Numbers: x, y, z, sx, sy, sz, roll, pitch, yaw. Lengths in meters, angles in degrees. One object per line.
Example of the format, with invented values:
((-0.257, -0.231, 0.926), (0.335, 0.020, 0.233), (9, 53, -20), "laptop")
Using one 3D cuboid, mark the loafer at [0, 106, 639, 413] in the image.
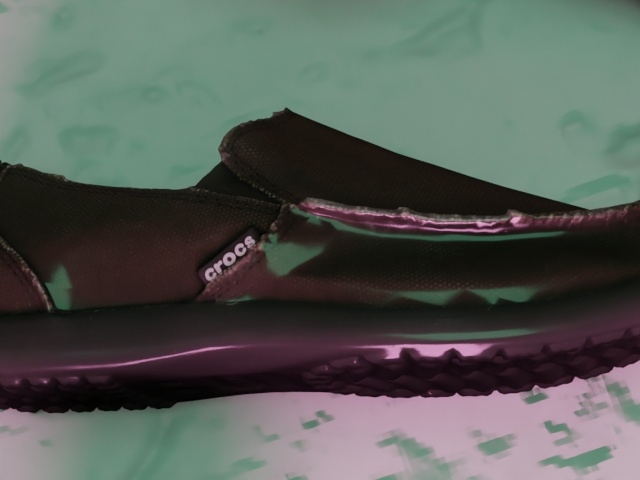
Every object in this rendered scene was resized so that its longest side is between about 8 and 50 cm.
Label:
((0.000, 0.000, 0.482), (0.220, 0.080, 0.078), (-3, 78, 4), "loafer")
